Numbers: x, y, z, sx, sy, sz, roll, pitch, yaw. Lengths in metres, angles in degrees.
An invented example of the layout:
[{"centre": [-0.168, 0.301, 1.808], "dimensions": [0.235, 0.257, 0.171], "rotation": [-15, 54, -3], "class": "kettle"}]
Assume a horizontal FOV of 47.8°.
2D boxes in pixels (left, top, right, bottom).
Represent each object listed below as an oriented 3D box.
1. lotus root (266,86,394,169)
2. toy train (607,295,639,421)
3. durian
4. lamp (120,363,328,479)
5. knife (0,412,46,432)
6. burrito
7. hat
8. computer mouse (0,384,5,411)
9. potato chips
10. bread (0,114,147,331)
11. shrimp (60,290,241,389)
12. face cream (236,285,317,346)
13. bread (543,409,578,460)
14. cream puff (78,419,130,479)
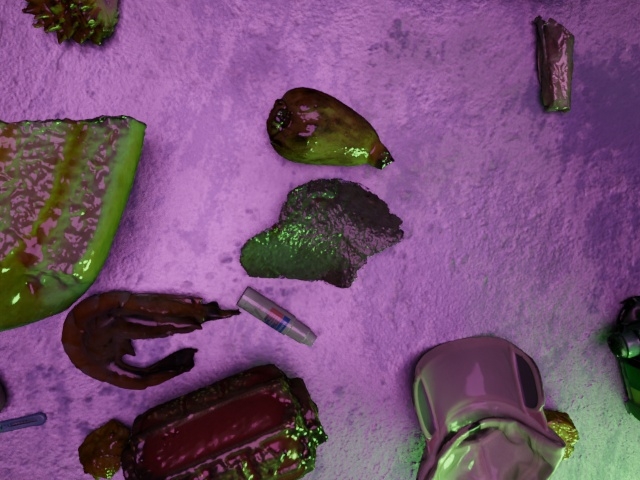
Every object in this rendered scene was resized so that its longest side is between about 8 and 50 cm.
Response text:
[{"centre": [0.015, -0.151, 1.043], "dimensions": [0.190, 0.094, 0.108], "rotation": [17, 114, -15], "class": "lotus root"}, {"centre": [0.593, 0.162, 1.096], "dimensions": [0.300, 0.120, 0.203], "rotation": [-16, 96, -5], "class": "toy train"}, {"centre": [-0.351, -0.443, 0.980], "dimensions": [0.191, 0.112, 0.342], "rotation": [11, 93, -8], "class": "durian"}, {"centre": [-0.131, 0.282, 0.997], "dimensions": [0.273, 0.177, 0.177], "rotation": [-20, 94, -5], "class": "lamp"}, {"centre": [-0.445, 0.267, 1.044], "dimensions": [0.096, 0.010, 0.027], "rotation": [-11, 94, -6], "class": "knife"}, {"centre": [0.357, -0.267, 1.095], "dimensions": [0.055, 0.041, 0.149], "rotation": [-4, 92, 8], "class": "burrito"}, {"centre": [0.229, 0.272, 1.087], "dimensions": [0.219, 0.164, 0.226], "rotation": [-11, 54, -1], "class": "hat"}, {"centre": [-0.489, 0.212, 1.024], "dimensions": [0.066, 0.039, 0.096], "rotation": [-42, 88, -4], "class": "computer mouse"}, {"centre": [-0.003, -0.002, 1.060], "dimensions": [0.228, 0.059, 0.167], "rotation": [-41, 105, -3], "class": "potato chips"}, {"centre": [-0.408, -0.013, 0.921], "dimensions": [0.394, 0.239, 0.264], "rotation": [-6, 88, -9], "class": "bread"}, {"centre": [-0.244, 0.147, 1.038], "dimensions": [0.254, 0.059, 0.145], "rotation": [4, 94, -6], "class": "shrimp"}, {"centre": [-0.061, 0.116, 1.068], "dimensions": [0.130, 0.034, 0.034], "rotation": [34, 88, -7], "class": "face cream"}, {"centre": [0.357, 0.300, 1.113], "dimensions": [0.083, 0.046, 0.081], "rotation": [-18, 99, -7], "class": "bread"}, {"centre": [-0.310, 0.301, 1.032], "dimensions": [0.083, 0.058, 0.083], "rotation": [-6, 84, 15], "class": "cream puff"}]
